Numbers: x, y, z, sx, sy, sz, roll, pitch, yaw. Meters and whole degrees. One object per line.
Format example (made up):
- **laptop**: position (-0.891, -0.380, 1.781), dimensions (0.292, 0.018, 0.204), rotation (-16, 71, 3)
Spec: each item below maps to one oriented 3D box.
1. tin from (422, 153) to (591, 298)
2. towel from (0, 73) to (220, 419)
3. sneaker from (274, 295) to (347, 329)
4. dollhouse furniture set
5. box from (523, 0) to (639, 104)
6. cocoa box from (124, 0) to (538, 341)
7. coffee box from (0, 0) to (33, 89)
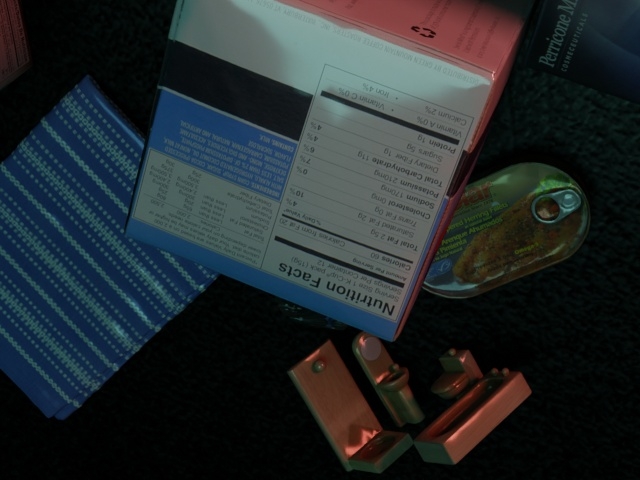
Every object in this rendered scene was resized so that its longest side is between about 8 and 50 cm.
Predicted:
- **tin**: position (0.164, -0.014, 1.264), dimensions (0.190, 0.040, 0.106), rotation (-23, 110, 24)
- **towel**: position (-0.261, 0.019, 1.410), dimensions (0.243, 0.040, 0.336), rotation (46, 116, -5)
- **sneaker**: position (0.000, 0.000, 1.295), dimensions (0.083, 0.087, 0.221), rotation (10, 134, 20)
- **dollhouse furniture set**: position (0.085, 0.137, 1.295), dimensions (0.151, 0.144, 0.123), rotation (-7, 116, 59)
- **box**: position (0.331, -0.224, 0.969), dimensions (0.294, 0.182, 0.296), rotation (21, 152, 8)
- **cocoa box**: position (0.025, -0.122, 1.078), dimensions (0.231, 0.347, 0.228), rotation (21, 118, 5)
- **coffee box**: position (-0.407, -0.164, 1.215), dimensions (0.168, 0.297, 0.119), rotation (2, 117, 15)
